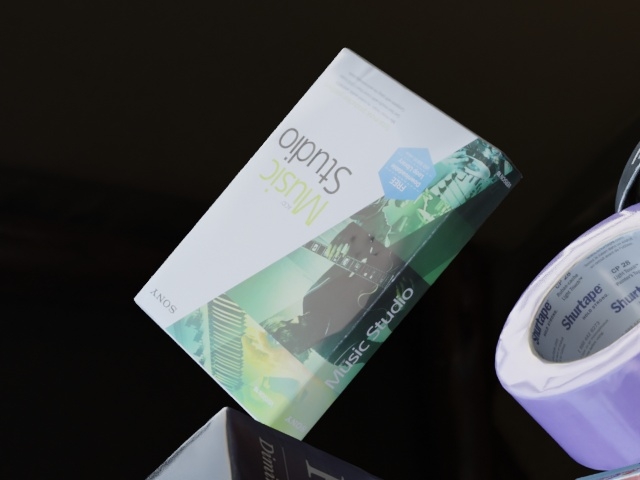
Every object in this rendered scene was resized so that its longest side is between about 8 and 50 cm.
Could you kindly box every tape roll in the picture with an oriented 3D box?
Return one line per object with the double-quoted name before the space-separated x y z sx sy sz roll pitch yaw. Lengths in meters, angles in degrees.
"tape roll" 0.219 0.062 1.135 0.080 0.189 0.189 45 -156 -19

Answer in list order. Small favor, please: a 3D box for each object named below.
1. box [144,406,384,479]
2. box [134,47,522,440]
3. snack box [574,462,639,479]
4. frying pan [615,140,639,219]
"box" 0.027 0.197 0.435 0.184 0.103 0.261 31 -150 -32
"box" 0.000 0.000 1.505 0.232 0.322 0.058 39 180 41
"snack box" 0.198 0.186 0.691 0.070 0.174 0.207 -10 -101 -53
"frying pan" 0.354 -0.088 1.237 0.053 0.326 0.197 55 180 41
